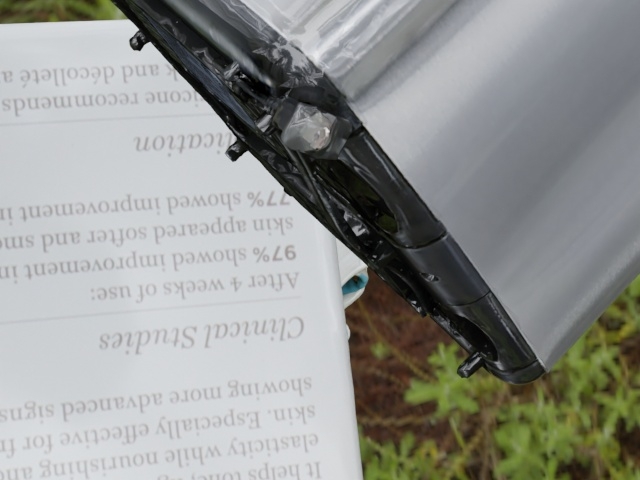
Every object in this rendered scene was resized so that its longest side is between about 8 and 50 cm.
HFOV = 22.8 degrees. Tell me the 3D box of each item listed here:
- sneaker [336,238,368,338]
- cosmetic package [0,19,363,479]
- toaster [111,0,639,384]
[{"bbox_3d":[0.000,0.000,1.305,0.092,0.087,0.228,15,58,0],"label":"sneaker"},{"bbox_3d":[-0.180,0.088,1.019,0.329,0.327,0.393,-4,83,-17],"label":"cosmetic package"},{"bbox_3d":[0.021,-0.059,0.449,0.110,0.168,0.186,-45,48,-2],"label":"toaster"}]
